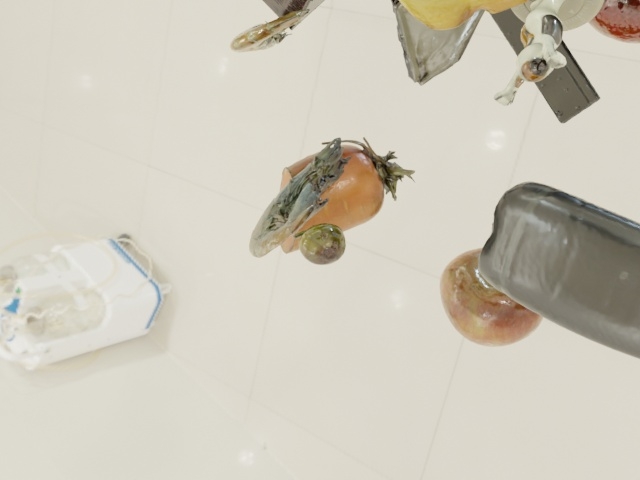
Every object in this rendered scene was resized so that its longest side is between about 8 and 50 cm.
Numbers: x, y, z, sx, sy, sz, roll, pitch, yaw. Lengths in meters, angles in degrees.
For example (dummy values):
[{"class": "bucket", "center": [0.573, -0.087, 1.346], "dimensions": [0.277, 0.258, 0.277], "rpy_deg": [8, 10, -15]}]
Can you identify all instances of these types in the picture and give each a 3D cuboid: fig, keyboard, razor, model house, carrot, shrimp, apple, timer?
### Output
[{"class": "fig", "center": [0.000, 0.000, 1.155], "dimensions": [0.084, 0.082, 0.098], "rpy_deg": [-30, 36, -3]}, {"class": "keyboard", "center": [0.460, -0.397, 1.329], "dimensions": [0.101, 0.018, 0.310], "rpy_deg": [-38, 79, 43]}, {"class": "razor", "center": [0.417, 0.045, 0.985], "dimensions": [0.349, 0.113, 0.205], "rpy_deg": [29, 119, 38]}, {"class": "model house", "center": [0.357, -0.666, 1.855], "dimensions": [0.297, 0.283, 0.317], "rpy_deg": [-14, 119, 17]}, {"class": "carrot", "center": [0.040, -0.123, 1.478], "dimensions": [0.193, 0.331, 0.214], "rpy_deg": [-171, 63, -76]}, {"class": "shrimp", "center": [-0.044, -0.076, 1.260], "dimensions": [0.289, 0.178, 0.075], "rpy_deg": [-40, 113, 7]}, {"class": "apple", "center": [0.488, 0.170, 1.832], "dimensions": [0.301, 0.301, 0.302], "rpy_deg": [5, 99, 32]}, {"class": "shrimp", "center": [-0.087, -0.447, 1.346], "dimensions": [0.169, 0.296, 0.058], "rpy_deg": [-17, 107, 19]}, {"class": "timer", "center": [0.358, -0.347, 1.018], "dimensions": [0.175, 0.175, 0.266], "rpy_deg": [8, 63, 32]}]

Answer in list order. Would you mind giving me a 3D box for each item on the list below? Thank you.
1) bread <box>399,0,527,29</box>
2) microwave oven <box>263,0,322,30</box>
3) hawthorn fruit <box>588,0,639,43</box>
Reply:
[{"class": "bread", "center": [0.162, -0.246, 0.495], "dimensions": [0.245, 0.094, 0.102], "rpy_deg": [-14, 71, 38]}, {"class": "microwave oven", "center": [-0.031, -0.630, 1.406], "dimensions": [0.188, 0.247, 0.178], "rpy_deg": [47, 161, -9]}, {"class": "hawthorn fruit", "center": [0.670, -0.528, 1.275], "dimensions": [0.284, 0.368, 0.285], "rpy_deg": [5, 99, 35]}]
